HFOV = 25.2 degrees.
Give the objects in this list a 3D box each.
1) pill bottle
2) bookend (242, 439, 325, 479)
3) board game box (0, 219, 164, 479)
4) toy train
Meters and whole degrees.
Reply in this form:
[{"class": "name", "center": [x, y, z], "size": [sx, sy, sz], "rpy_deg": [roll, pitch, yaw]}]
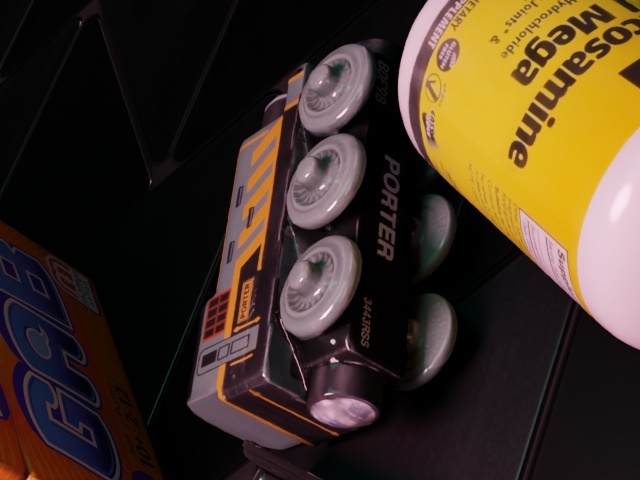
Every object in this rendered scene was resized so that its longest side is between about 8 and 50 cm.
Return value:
[{"class": "pill bottle", "center": [0.202, -0.050, 0.886], "size": [0.188, 0.188, 0.334], "rpy_deg": [-47, 41, 5]}, {"class": "bookend", "center": [-0.020, 0.238, 0.966], "size": [0.157, 0.072, 0.156], "rpy_deg": [20, 76, 49]}, {"class": "board game box", "center": [-0.384, 0.173, 1.131], "size": [0.356, 0.356, 0.356], "rpy_deg": [-42, 42, 10]}, {"class": "toy train", "center": [0.000, 0.000, 1.084], "size": [0.190, 0.142, 0.333], "rpy_deg": [-27, 45, 39]}]
